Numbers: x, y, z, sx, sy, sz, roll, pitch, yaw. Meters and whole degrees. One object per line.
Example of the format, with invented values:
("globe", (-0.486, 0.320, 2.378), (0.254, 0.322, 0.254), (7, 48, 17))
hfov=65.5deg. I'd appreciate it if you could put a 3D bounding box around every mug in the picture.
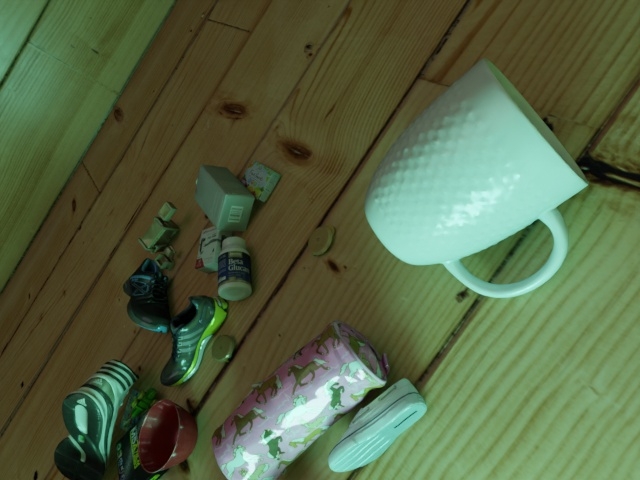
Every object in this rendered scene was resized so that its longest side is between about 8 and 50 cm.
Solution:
("mug", (0.278, -0.072, 0.904), (0.328, 0.276, 0.374), (-40, 77, 29))

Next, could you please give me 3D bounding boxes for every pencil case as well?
("pencil case", (-0.040, 0.336, 1.017), (0.386, 0.167, 0.160), (-45, 56, 9))

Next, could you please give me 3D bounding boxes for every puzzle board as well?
("puzzle board", (-0.600, 0.543, 1.584), (0.096, 0.011, 0.128), (1, 69, 44))

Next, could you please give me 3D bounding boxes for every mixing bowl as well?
("mixing bowl", (-0.394, 0.523, 1.332), (0.181, 0.098, 0.181), (-21, 57, 35))

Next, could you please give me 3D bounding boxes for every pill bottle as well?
("pill bottle", (-0.246, 0.077, 1.425), (0.094, 0.094, 0.169), (-30, 51, 30))

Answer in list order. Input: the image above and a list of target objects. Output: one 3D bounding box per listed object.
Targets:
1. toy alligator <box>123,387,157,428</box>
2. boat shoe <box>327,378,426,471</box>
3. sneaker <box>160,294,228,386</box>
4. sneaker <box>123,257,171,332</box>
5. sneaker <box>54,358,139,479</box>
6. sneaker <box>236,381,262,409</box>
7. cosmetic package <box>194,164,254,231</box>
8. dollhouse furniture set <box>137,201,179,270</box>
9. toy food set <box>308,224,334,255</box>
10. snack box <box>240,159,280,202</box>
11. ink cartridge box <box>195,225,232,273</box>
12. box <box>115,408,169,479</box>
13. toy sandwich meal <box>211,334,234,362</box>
("toy alligator", (-0.548, 0.503, 1.526), (0.189, 0.056, 0.051), (-48, 14, 23))
("boat shoe", (0.104, 0.358, 0.967), (0.226, 0.083, 0.076), (-38, 35, 8))
("sneaker", (-0.393, 0.281, 1.440), (0.111, 0.121, 0.300), (28, 89, 48))
("sneaker", (-0.568, 0.179, 1.658), (0.139, 0.125, 0.341), (-57, 43, 7))
("sneaker", (-0.666, 0.555, 1.553), (0.257, 0.169, 0.447), (-58, -8, -60))
("sneaker", (-0.166, 0.432, 1.165), (0.087, 0.092, 0.228), (24, 88, 46))
("cosmetic package", (-0.309, -0.137, 1.570), (0.238, 0.107, 0.127), (49, 128, 47))
("dollhouse furniture set", (-0.522, -0.013, 1.766), (0.161, 0.101, 0.182), (46, 103, 21))
("toy food set", (0.000, 0.000, 1.283), (0.083, 0.020, 0.083), (-14, 60, 39))
("snack box", (-0.193, -0.186, 1.552), (0.141, 0.037, 0.100), (33, 93, 48))
("ink cartridge box", (-0.334, 0.026, 1.564), (0.099, 0.056, 0.135), (-16, 59, 39))
("box", (-0.518, 0.622, 1.440), (0.184, 0.045, 0.190), (-47, 45, 18))
("toy sandwich meal", (-0.269, 0.301, 1.381), (0.086, 0.029, 0.085), (-15, 57, 25))
